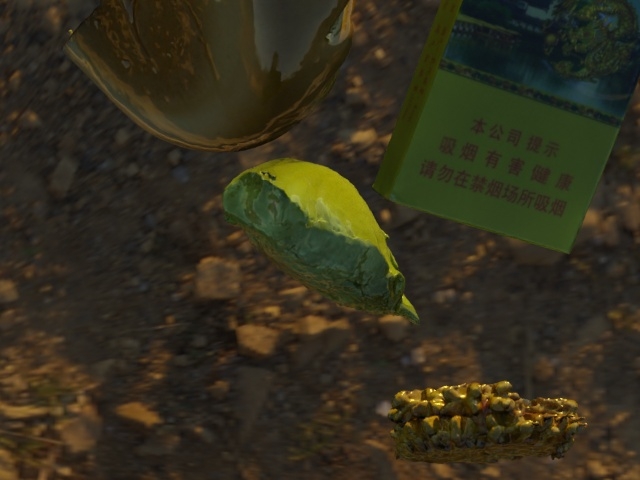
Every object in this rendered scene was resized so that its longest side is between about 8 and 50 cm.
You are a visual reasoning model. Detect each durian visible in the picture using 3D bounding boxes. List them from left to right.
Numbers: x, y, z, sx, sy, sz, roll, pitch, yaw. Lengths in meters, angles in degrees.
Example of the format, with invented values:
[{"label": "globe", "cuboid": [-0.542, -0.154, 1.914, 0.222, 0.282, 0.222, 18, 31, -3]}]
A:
[{"label": "durian", "cuboid": [0.000, 0.000, 1.711, 0.101, 0.139, 0.250, -34, 138, 17]}]

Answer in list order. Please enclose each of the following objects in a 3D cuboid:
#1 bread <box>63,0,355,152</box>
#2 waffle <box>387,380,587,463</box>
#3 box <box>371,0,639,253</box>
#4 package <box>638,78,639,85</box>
[{"label": "bread", "cuboid": [-0.091, -0.234, 1.388, 0.160, 0.333, 0.333, -30, 94, -40]}, {"label": "waffle", "cuboid": [0.167, 0.183, 1.782, 0.197, 0.193, 0.070, -3, 76, 8]}, {"label": "box", "cuboid": [0.185, -0.169, 1.484, 0.187, 0.047, 0.335, 16, 101, -23]}, {"label": "package", "cuboid": [0.409, -0.239, 1.996, 0.288, 0.108, 0.223, 48, 64, -48]}]
